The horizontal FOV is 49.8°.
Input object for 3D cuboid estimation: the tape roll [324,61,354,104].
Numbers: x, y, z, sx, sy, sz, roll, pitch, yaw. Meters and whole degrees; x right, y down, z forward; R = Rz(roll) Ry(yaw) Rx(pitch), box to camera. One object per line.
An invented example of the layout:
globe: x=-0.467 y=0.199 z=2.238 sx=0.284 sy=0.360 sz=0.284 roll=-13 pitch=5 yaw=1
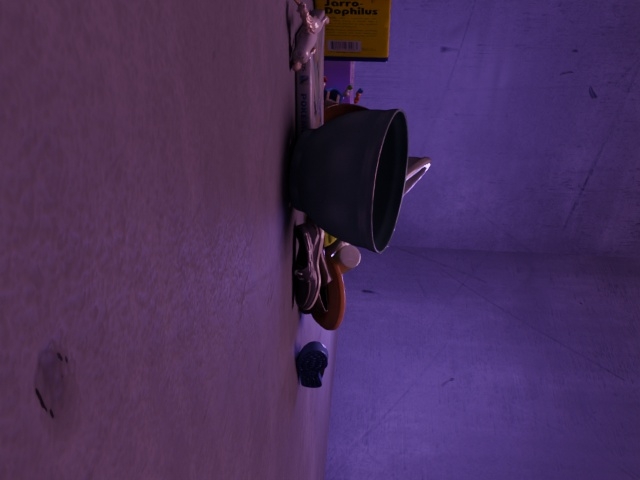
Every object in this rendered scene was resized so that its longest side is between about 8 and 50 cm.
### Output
tape roll: x=0.060 y=-0.543 z=2.164 sx=0.275 sy=0.090 sz=0.275 roll=3 pitch=90 yaw=-85

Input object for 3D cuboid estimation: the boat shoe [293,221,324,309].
boat shoe: x=-0.042 y=0.058 z=1.557 sx=0.065 sy=0.075 sz=0.206 roll=-3 pitch=105 yaw=-43

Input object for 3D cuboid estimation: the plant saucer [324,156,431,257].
plant saucer: x=0.132 y=-0.112 z=1.909 sx=0.400 sy=0.100 sz=0.400 roll=-43 pitch=174 yaw=-5

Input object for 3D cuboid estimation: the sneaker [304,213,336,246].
sneaker: x=0.020 y=-0.125 z=1.783 sx=0.123 sy=0.109 sz=0.295 roll=58 pitch=37 yaw=-81

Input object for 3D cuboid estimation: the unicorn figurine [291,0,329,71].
unicorn figurine: x=-0.025 y=-0.393 z=1.304 sx=0.111 sy=0.060 sz=0.162 roll=-59 pitch=159 yaw=-58

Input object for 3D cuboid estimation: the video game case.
video game case: x=-0.020 y=-0.351 z=1.583 sx=0.329 sy=0.036 sz=0.300 roll=-78 pitch=170 yaw=-62

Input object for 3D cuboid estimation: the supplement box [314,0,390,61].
supplement box: x=0.089 y=-0.647 z=1.773 sx=0.356 sy=0.195 sz=0.194 roll=81 pitch=12 yaw=-67

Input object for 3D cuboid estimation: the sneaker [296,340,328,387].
sneaker: x=-0.021 y=0.297 z=1.766 sx=0.232 sy=0.081 sz=0.090 roll=99 pitch=-5 yaw=-57

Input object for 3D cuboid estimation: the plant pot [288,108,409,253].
plant pot: x=0.053 y=-0.132 z=1.416 sx=0.293 sy=0.196 sz=0.293 roll=9 pitch=90 yaw=-73

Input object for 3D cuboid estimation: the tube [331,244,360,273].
tube: x=0.034 y=0.074 z=1.858 sx=0.240 sy=0.070 sz=0.062 roll=138 pitch=-51 yaw=-64

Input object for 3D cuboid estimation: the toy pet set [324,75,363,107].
toy pet set: x=0.052 y=-0.432 z=1.985 sx=0.114 sy=0.122 sz=0.065 roll=118 pitch=-14 yaw=-53

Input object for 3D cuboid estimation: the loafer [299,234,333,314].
loafer: x=-0.002 y=0.080 z=1.702 sx=0.080 sy=0.078 sz=0.220 roll=-33 pitch=128 yaw=-63

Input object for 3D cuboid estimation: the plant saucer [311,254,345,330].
plant saucer: x=0.007 y=0.137 z=1.801 sx=0.200 sy=0.037 sz=0.200 roll=176 pitch=-90 yaw=-66

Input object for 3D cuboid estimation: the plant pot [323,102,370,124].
plant pot: x=0.072 y=-0.237 z=1.976 sx=0.215 sy=0.215 sz=0.230 roll=-83 pitch=-171 yaw=-45
